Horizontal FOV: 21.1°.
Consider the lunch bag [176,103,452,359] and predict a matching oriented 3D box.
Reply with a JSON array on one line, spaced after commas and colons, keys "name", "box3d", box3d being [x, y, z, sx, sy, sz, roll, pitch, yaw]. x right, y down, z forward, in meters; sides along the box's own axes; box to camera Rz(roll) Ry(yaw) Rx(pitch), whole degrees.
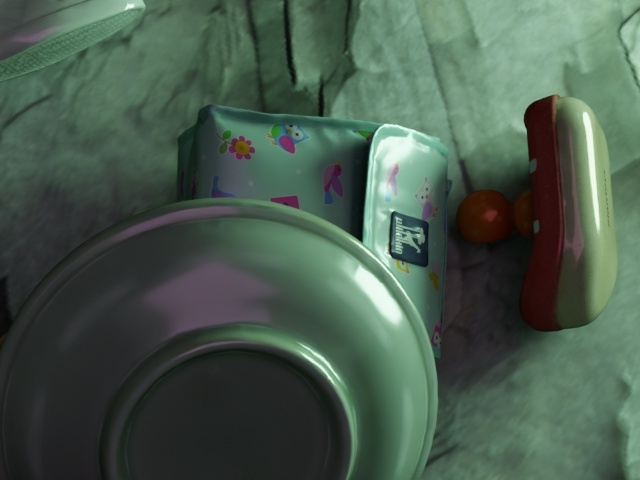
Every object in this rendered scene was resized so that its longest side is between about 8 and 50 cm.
[{"name": "lunch bag", "box3d": [0.000, 0.000, 1.616, 0.262, 0.160, 0.223, 6, 77, -15]}]

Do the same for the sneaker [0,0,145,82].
[{"name": "sneaker", "box3d": [-0.327, -0.237, 1.636, 0.293, 0.108, 0.169, -22, 83, -16]}]

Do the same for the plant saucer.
[{"name": "plant saucer", "box3d": [-0.084, 0.166, 1.479, 0.401, 0.100, 0.400, -3, 109, -10]}]

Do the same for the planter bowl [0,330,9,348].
[{"name": "planter bowl", "box3d": [-0.209, 0.141, 1.545, 0.217, 0.090, 0.217, -4, 109, -11]}]

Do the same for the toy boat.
[{"name": "toy boat", "box3d": [0.209, -0.023, 1.697, 0.151, 0.151, 0.231, -7, 73, 17]}]
